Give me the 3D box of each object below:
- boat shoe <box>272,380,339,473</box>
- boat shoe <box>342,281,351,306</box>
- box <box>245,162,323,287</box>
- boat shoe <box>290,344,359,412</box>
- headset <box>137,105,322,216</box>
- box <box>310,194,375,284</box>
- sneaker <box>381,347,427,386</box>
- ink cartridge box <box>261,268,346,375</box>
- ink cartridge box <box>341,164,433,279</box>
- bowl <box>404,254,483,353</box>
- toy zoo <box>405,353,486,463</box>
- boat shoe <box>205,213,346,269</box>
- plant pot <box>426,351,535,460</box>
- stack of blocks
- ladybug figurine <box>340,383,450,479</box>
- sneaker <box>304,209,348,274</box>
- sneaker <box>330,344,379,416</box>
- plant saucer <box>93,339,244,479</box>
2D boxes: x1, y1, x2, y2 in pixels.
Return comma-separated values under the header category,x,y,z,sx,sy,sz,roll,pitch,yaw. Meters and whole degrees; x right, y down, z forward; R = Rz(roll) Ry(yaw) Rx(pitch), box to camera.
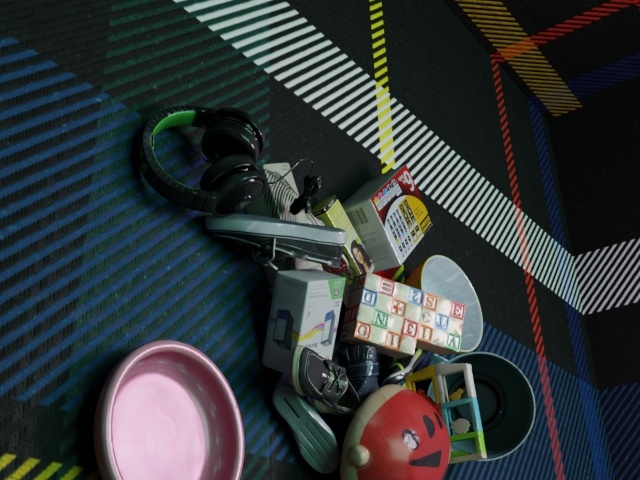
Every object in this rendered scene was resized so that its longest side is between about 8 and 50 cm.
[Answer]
category,x,y,z,sx,sy,sz,roll,pitch,yaw
boat shoe,-0.027,0.396,1.745,0.226,0.083,0.076,63,4,-13
boat shoe,0.120,0.173,2.110,0.184,0.063,0.066,55,35,-24
box,-0.095,-0.037,1.869,0.113,0.094,0.275,-15,85,-57
boat shoe,0.014,0.298,1.701,0.285,0.093,0.102,61,35,-54
headset,-0.188,-0.144,1.692,0.395,0.185,0.243,9,53,-20
box,0.058,0.002,2.117,0.232,0.058,0.087,59,33,-16
sneaker,0.204,0.323,2.169,0.097,0.084,0.235,47,30,8
ink cartridge box,-0.035,0.176,1.765,0.154,0.093,0.212,-1,105,-56
ink cartridge box,0.197,-0.032,2.281,0.271,0.130,0.309,64,32,-12
bowl,0.318,0.201,2.298,0.290,0.156,0.289,28,48,-37
toy zoo,0.329,0.448,2.156,0.030,0.192,0.293,21,55,-52
boat shoe,-0.100,0.007,1.744,0.307,0.113,0.104,7,98,-17
plant pot,0.447,0.465,2.283,0.196,0.293,0.292,50,26,-78
stack of blocks,0.213,0.210,2.052,0.297,0.087,0.171,18,70,-18
ladybug figurine,0.185,0.491,1.858,0.449,0.162,0.304,15,82,-64
sneaker,0.000,0.000,2.003,0.225,0.088,0.092,51,32,-31
sneaker,0.079,0.335,1.924,0.226,0.086,0.163,6,79,-66
plant saucer,-0.270,0.343,1.404,0.332,0.084,0.332,33,47,-43
